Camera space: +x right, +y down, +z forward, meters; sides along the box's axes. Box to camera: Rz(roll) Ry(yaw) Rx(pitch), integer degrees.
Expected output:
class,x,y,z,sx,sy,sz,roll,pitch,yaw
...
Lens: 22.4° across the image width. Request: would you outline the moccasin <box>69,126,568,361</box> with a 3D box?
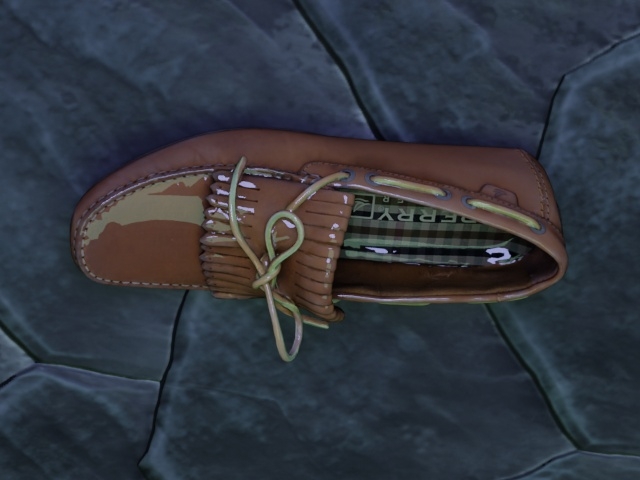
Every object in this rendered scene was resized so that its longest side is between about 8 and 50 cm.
class,x,y,z,sx,sy,sz,roll,pitch,yaw
moccasin,-0.001,0.003,1.239,0.380,0.147,0.139,5,124,-10
